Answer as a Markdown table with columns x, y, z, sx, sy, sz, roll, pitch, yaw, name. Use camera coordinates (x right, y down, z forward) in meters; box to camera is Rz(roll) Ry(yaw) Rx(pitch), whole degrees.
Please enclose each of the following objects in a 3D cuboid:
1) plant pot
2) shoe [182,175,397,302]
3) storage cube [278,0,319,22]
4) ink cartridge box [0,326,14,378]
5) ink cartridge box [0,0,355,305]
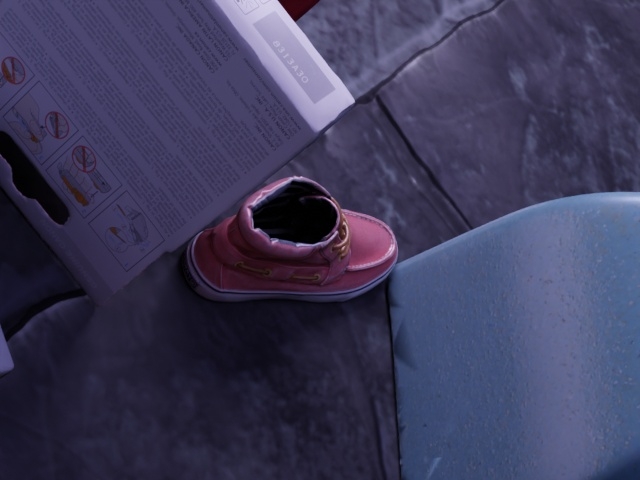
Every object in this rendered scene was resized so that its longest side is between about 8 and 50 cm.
| x | y | z | sx | sy | sz | roll | pitch | yaw | name |
| --- | --- | --- | --- | --- | --- | --- | --- | --- | --- |
| 0.222 | 0.100 | 1.163 | 0.248 | 0.252 | 0.247 | 17 | 55 | -31 | plant pot |
| 0.000 | 0.000 | 1.163 | 0.178 | 0.081 | 0.063 | -5 | 68 | -40 | shoe |
| -0.105 | -0.212 | 1.127 | 0.183 | 0.193 | 0.215 | -27 | 84 | -45 | storage cube |
| -0.288 | -0.018 | 0.931 | 0.224 | 0.045 | 0.223 | 0 | 62 | -52 | ink cartridge box |
| -0.111 | -0.087 | 1.025 | 0.181 | 0.224 | 0.056 | 52 | 42 | -2 | ink cartridge box |
